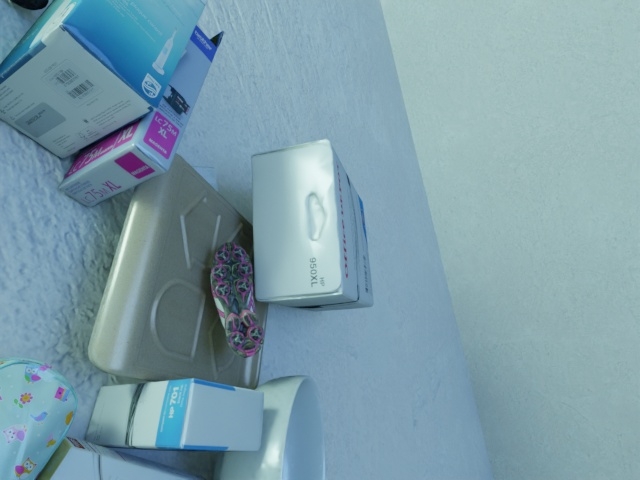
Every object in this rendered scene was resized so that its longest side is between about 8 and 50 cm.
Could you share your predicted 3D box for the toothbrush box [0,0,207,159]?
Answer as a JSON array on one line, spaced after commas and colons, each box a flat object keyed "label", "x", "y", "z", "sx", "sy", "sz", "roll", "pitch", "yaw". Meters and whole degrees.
[{"label": "toothbrush box", "x": -0.294, "y": -0.286, "z": 0.577, "sx": 0.126, "sy": 0.216, "sz": 0.296, "roll": 45, "pitch": 44, "yaw": -43}]

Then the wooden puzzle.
[{"label": "wooden puzzle", "x": -0.205, "y": 0.076, "z": 0.695, "sx": 0.348, "sy": 0.080, "sz": 0.323, "roll": 46, "pitch": 43, "yaw": -56}]

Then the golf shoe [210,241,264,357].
[{"label": "golf shoe", "x": -0.141, "y": 0.097, "z": 0.676, "sx": 0.067, "sy": 0.086, "sz": 0.186, "roll": -7, "pitch": 76, "yaw": -19}]

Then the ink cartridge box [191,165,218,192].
[{"label": "ink cartridge box", "x": -0.226, "y": -0.082, "z": 0.798, "sx": 0.062, "sy": 0.029, "sz": 0.115, "roll": -11, "pitch": 95, "yaw": -60}]

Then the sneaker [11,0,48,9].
[{"label": "sneaker", "x": -0.426, "y": -0.430, "z": 0.541, "sx": 0.235, "sy": 0.084, "sz": 0.097, "roll": 60, "pitch": 33, "yaw": -27}]

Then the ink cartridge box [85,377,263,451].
[{"label": "ink cartridge box", "x": -0.195, "y": 0.244, "z": 0.570, "sx": 0.139, "sy": 0.190, "sz": 0.082, "roll": 37, "pitch": 48, "yaw": -48}]

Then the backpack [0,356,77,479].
[{"label": "backpack", "x": -0.339, "y": 0.210, "z": 0.418, "sx": 0.152, "sy": 0.115, "sz": 0.182, "roll": 56, "pitch": 34, "yaw": -28}]

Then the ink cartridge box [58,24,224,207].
[{"label": "ink cartridge box", "x": -0.261, "y": -0.208, "z": 0.632, "sx": 0.065, "sy": 0.185, "sz": 0.311, "roll": 44, "pitch": 43, "yaw": -41}]

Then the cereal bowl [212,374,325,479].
[{"label": "cereal bowl", "x": -0.085, "y": 0.401, "z": 0.700, "sx": 0.339, "sy": 0.141, "sz": 0.340, "roll": -3, "pitch": 90, "yaw": -80}]

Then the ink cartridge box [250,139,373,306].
[{"label": "ink cartridge box", "x": 0.000, "y": 0.000, "z": 0.913, "sx": 0.395, "sy": 0.166, "sz": 0.286, "roll": 40, "pitch": 43, "yaw": -71}]

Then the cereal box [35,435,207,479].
[{"label": "cereal box", "x": -0.263, "y": 0.359, "z": 0.510, "sx": 0.240, "sy": 0.047, "sz": 0.173, "roll": 48, "pitch": 60, "yaw": -41}]
